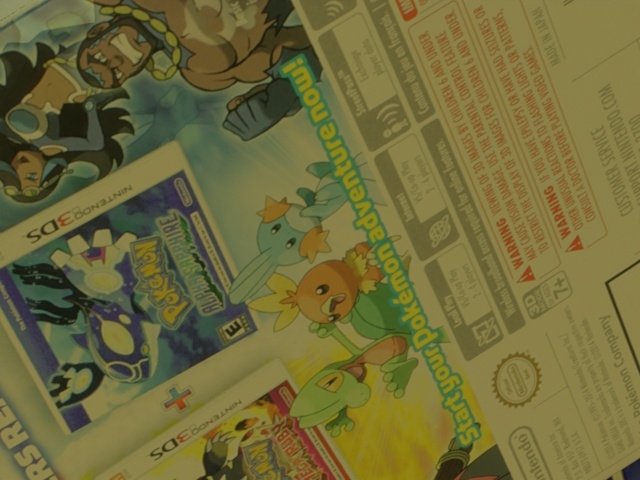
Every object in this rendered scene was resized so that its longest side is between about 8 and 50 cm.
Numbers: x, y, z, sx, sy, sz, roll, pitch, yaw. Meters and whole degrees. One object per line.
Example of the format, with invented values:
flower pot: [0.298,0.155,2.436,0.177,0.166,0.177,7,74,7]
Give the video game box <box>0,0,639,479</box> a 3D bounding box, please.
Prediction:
video game box: [0.000,0.000,0.457,0.187,0.048,0.205,-33,128,-9]

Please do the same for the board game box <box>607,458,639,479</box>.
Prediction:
board game box: [-0.060,0.002,0.686,0.356,0.356,0.356,-38,129,-2]
